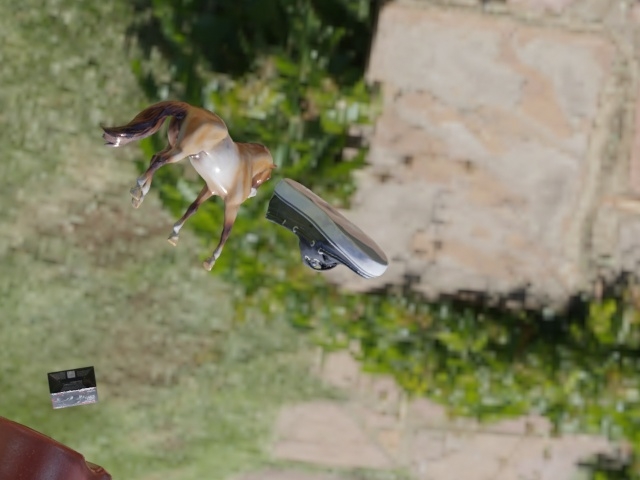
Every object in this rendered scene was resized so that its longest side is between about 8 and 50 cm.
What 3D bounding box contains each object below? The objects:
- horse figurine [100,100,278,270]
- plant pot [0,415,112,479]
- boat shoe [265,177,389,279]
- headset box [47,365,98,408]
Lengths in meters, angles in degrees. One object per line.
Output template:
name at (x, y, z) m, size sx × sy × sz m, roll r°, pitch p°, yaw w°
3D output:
horse figurine at (-0.147, -0.088, 1.988) m, size 0.066 × 0.174 × 0.263 m, roll 21°, pitch 162°, yaw 41°
plant pot at (-0.349, 0.313, 1.643) m, size 0.272 × 0.265 × 0.272 m, roll 21°, pitch 163°, yaw 7°
boat shoe at (0.000, 0.000, 2.162) m, size 0.080 × 0.076 × 0.228 m, roll 18°, pitch -163°, yaw -48°
headset box at (-0.328, 0.196, 2.213) m, size 0.062 × 0.032 × 0.083 m, roll -8°, pitch 159°, yaw -9°
